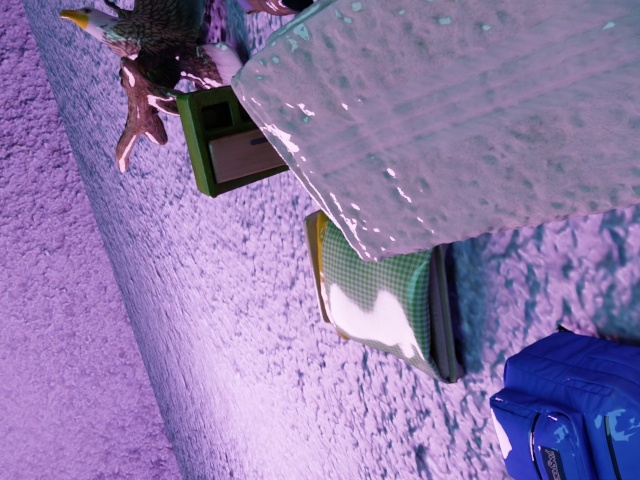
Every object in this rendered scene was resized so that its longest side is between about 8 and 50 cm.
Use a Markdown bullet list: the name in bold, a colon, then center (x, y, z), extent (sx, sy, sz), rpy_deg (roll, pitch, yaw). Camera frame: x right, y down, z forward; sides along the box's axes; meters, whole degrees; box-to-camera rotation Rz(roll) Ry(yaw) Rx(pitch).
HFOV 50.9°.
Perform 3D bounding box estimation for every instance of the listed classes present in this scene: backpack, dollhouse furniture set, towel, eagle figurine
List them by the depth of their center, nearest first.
- **towel**: center (0.079, -0.081, 0.405), extent (0.282, 0.049, 0.187), rpy_deg (-13, 123, 47)
- **backpack**: center (0.179, 0.122, 0.428), extent (0.120, 0.101, 0.098), rpy_deg (-1, 114, 59)
- **dollhouse furniture set**: center (0.000, 0.000, 0.628), extent (0.197, 0.151, 0.302), rpy_deg (22, 127, 57)
- **eagle figurine**: center (-0.221, -0.280, 0.878), extent (0.226, 0.225, 0.298), rpy_deg (-23, 50, 26)

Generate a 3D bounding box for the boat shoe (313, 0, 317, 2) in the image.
- **boat shoe**: center (0.013, -0.309, 0.396), extent (0.156, 0.136, 0.367), rpy_deg (21, 135, 36)

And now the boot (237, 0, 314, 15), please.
- **boot**: center (-0.071, -0.316, 0.626), extent (0.106, 0.082, 0.219), rpy_deg (12, 121, 57)
